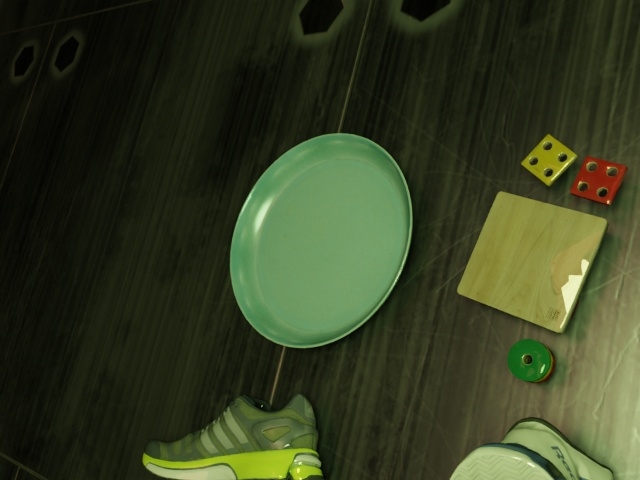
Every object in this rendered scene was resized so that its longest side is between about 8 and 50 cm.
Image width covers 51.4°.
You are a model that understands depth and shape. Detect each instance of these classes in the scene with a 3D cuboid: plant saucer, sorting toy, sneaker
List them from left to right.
[{"bbox_3d":[-0.121,0.281,0.924,0.300,0.111,0.121,-10,58,28],"label":"sneaker"},{"bbox_3d":[0.000,0.000,0.961,0.318,0.044,0.317,-14,65,33],"label":"plant saucer"},{"bbox_3d":[0.249,0.017,0.764,0.132,0.046,0.274,21,88,40],"label":"sorting toy"},{"bbox_3d":[0.236,0.303,0.624,0.127,0.182,0.315,-15,95,35],"label":"sneaker"}]
